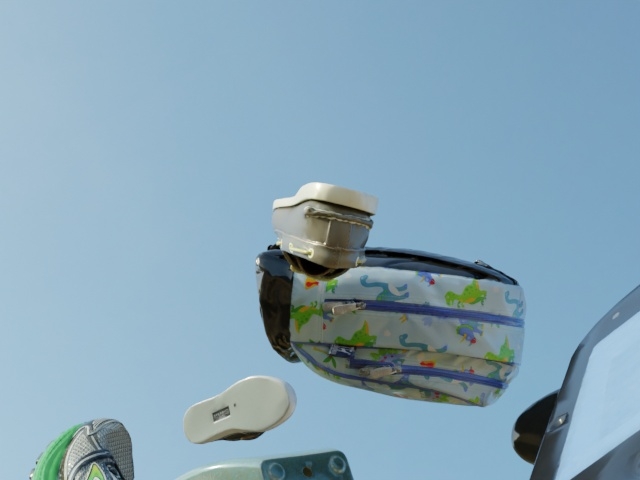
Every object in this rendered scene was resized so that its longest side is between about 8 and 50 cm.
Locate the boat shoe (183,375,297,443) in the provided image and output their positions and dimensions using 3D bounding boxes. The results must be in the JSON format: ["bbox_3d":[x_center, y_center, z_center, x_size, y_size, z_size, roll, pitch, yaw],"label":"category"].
[{"bbox_3d":[-0.077,0.200,1.367,0.183,0.065,0.083,-22,-18,40],"label":"boat shoe"}]

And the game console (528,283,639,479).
[{"bbox_3d":[0.267,0.034,0.686,0.060,0.386,0.342,42,-65,3],"label":"game console"}]

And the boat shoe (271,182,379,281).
[{"bbox_3d":[-0.005,-0.001,1.365,0.109,0.091,0.305,12,-8,-8],"label":"boat shoe"}]

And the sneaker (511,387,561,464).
[{"bbox_3d":[0.361,0.221,1.465,0.330,0.122,0.146,-20,-27,41],"label":"sneaker"}]

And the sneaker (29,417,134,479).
[{"bbox_3d":[-0.212,0.298,1.188,0.146,0.343,0.134,-33,-61,8],"label":"sneaker"}]

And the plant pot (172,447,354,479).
[{"bbox_3d":[-0.063,0.413,1.614,0.248,0.247,0.252,1,-32,-36],"label":"plant pot"}]

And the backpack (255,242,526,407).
[{"bbox_3d":[0.114,0.116,1.633,0.355,0.273,0.290,-9,-12,9],"label":"backpack"}]
